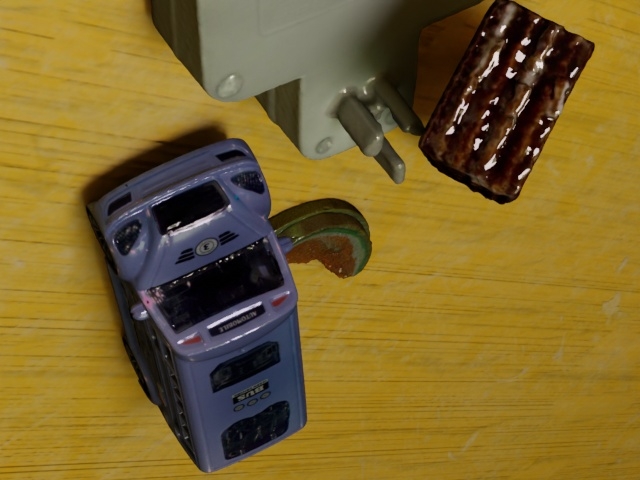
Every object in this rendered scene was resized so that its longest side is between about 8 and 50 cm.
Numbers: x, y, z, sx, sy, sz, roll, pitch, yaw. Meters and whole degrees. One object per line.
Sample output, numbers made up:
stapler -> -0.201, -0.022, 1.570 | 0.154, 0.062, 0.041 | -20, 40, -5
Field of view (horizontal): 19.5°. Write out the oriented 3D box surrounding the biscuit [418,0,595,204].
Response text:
biscuit -> 0.123, -0.087, 1.279 | 0.107, 0.073, 0.388 | -62, 176, 3

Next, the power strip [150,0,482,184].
power strip -> 0.018, -0.153, 1.184 | 0.229, 0.141, 0.261 | -24, 147, -18

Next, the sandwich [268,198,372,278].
sandwich -> 0.000, -0.001, 1.505 | 0.135, 0.029, 0.067 | 4, 133, -50

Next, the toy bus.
toy bus -> -0.080, 0.054, 1.386 | 0.125, 0.133, 0.292 | -25, 151, -13
